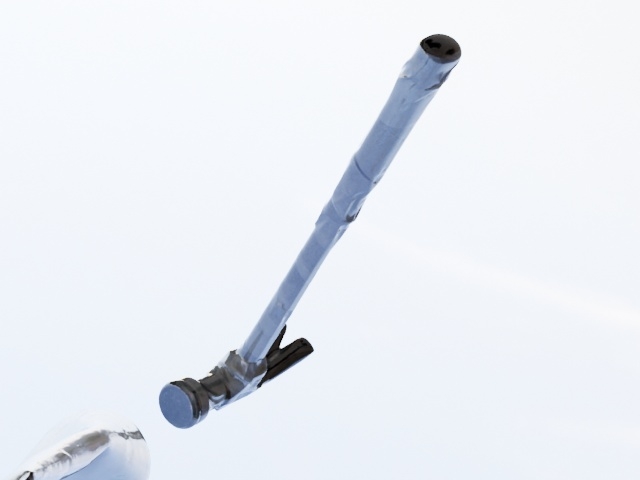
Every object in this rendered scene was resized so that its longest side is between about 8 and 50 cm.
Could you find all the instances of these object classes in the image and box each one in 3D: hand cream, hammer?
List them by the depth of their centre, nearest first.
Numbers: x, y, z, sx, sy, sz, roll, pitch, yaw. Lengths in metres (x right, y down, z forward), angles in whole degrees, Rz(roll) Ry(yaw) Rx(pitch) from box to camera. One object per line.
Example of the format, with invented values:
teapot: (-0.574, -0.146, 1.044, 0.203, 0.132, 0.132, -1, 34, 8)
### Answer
hand cream: (-0.172, 0.153, 1.005, 0.076, 0.121, 0.336, 53, -173, 5)
hammer: (-0.001, -0.001, 1.375, 0.152, 0.427, 0.044, -22, -118, -46)
